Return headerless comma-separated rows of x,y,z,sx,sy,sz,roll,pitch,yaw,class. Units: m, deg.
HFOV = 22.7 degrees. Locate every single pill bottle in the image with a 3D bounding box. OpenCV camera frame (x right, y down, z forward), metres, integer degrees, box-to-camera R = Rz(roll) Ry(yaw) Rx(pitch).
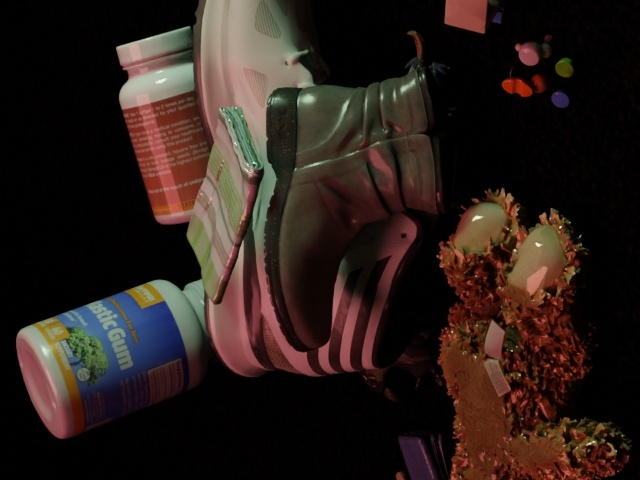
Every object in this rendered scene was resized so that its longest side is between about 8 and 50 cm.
-0.240,0.140,2.061,0.152,0.272,0.152,46,148,41,pill bottle
-0.165,-0.136,1.875,0.121,0.121,0.216,5,113,64,pill bottle

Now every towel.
-0.091,-0.033,1.451,0.113,0.023,0.152,-112,35,-50,towel
0.121,0.259,1.694,0.067,0.029,0.119,-8,102,65,towel

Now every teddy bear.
0.182,0.120,1.395,0.245,0.113,0.338,-2,99,58,teddy bear

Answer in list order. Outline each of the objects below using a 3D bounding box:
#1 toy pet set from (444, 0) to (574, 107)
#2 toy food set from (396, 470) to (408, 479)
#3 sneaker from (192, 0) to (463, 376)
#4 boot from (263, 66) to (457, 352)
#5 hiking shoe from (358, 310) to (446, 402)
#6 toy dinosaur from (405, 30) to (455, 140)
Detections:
0.158,-0.184,1.263,0.114,0.065,0.122,17,136,17,toy pet set
0.084,0.357,1.836,0.132,0.039,0.192,58,154,23,toy food set
0.026,-0.089,1.532,0.257,0.169,0.447,0,93,32,sneaker
0.037,-0.027,1.391,0.083,0.161,0.246,10,-102,-71,boot
0.053,0.118,1.658,0.227,0.086,0.114,-21,86,65,hiking shoe
0.099,-0.130,1.451,0.082,0.047,0.090,89,-176,-53,toy dinosaur
